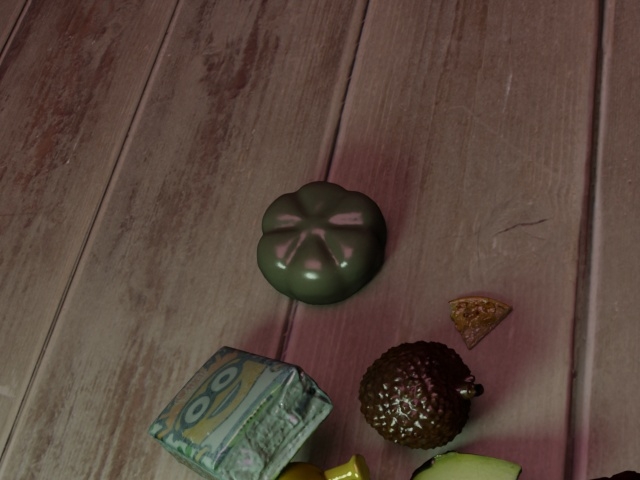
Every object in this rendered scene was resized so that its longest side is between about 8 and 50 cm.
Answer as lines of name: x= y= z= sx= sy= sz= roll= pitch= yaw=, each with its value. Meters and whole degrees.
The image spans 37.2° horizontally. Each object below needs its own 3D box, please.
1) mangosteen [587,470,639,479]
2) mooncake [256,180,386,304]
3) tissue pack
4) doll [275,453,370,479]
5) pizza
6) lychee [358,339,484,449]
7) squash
mangosteen: x=0.445 y=0.497 z=1.301 sx=0.307 sy=0.307 sz=0.346 roll=-19 pitch=82 yaw=11
mooncake: x=0.000 y=0.000 z=1.932 sx=0.275 sy=0.135 sz=0.274 roll=-9 pitch=55 yaw=13
tissue pack: x=-0.150 y=0.316 z=1.694 sx=0.228 sy=0.128 sz=0.311 roll=-47 pitch=23 yaw=-20
doll: x=-0.079 y=0.483 z=1.620 sx=0.363 sy=0.145 sz=0.199 roll=-26 pitch=53 yaw=13
pizza: x=0.290 y=0.151 z=1.765 sx=0.123 sy=0.026 sz=0.108 roll=2 pitch=60 yaw=24
lychee: x=0.175 y=0.264 z=1.631 sx=0.238 sy=0.200 sz=0.200 roll=-10 pitch=52 yaw=36
squash: x=0.197 y=0.442 z=1.520 sx=0.155 sy=0.204 sz=0.236 roll=30 pitch=72 yaw=12
